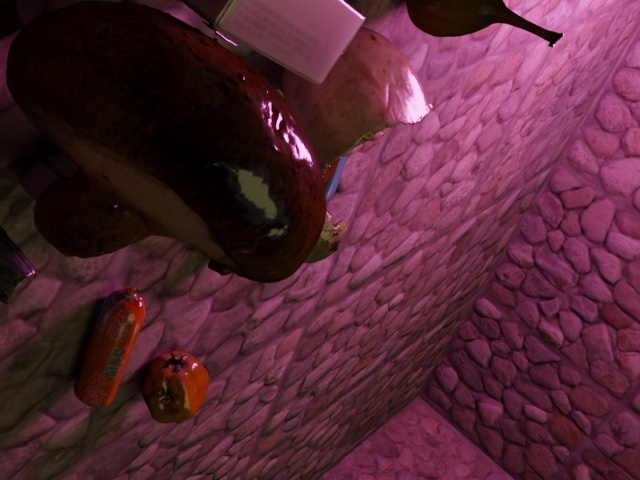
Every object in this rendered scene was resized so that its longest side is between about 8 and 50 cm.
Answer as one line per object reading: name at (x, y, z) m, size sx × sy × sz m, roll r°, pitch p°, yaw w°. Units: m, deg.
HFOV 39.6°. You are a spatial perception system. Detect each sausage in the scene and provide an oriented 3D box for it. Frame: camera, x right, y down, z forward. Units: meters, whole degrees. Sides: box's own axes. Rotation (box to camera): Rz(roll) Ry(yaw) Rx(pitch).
sausage at (-0.326, 0.159, 1.390) m, size 0.071 × 0.071 × 0.234 m, roll -23°, pitch 147°, yaw -50°

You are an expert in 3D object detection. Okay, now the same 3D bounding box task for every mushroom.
mushroom at (0.028, -0.223, 1.328) m, size 0.195 × 0.188 × 0.254 m, roll -19°, pitch -174°, yaw 42°
mushroom at (-0.144, -0.093, 0.869) m, size 0.345 × 0.345 × 0.239 m, roll 24°, pitch 72°, yaw -69°

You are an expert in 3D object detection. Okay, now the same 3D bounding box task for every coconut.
coconut at (0.005, 0.001, 1.816) m, size 0.133 × 0.055 × 0.158 m, roll -56°, pitch 157°, yaw 11°

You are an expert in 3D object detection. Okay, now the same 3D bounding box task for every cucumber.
cucumber at (-0.372, 0.019, 1.007) m, size 0.064 × 0.112 × 0.064 m, roll -44°, pitch 166°, yaw -14°

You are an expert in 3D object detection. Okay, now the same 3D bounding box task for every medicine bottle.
medicine bottle at (-0.259, -0.095, 1.045) m, size 0.168 × 0.105 × 0.105 m, roll -47°, pitch 159°, yaw -6°

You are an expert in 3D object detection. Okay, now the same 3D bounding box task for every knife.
knife at (0.024, -0.144, 1.641) m, size 0.064 × 0.031 × 0.222 m, roll -41°, pitch 162°, yaw -32°

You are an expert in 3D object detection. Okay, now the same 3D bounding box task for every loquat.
loquat at (-0.269, 0.269, 1.641) m, size 0.137 × 0.113 × 0.137 m, roll -22°, pitch 127°, yaw -33°

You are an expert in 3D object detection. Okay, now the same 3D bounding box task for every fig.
fig at (0.251, -0.360, 1.415) m, size 0.151 × 0.259 × 0.151 m, roll -33°, pitch 149°, yaw -23°

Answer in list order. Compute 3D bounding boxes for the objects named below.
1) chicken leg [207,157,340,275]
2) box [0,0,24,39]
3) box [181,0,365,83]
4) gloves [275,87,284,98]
chicken leg at (-0.088, -0.062, 1.495) m, size 0.304 × 0.093 × 0.113 m, roll -46°, pitch 143°, yaw 13°
box at (-0.331, -0.244, 0.699) m, size 0.159 × 0.071 × 0.240 m, roll -35°, pitch 156°, yaw -29°
box at (-0.095, -0.277, 0.927) m, size 0.106 × 0.203 × 0.252 m, roll -55°, pitch 159°, yaw 10°
gloves at (-0.140, -0.133, 1.230) m, size 0.140 × 0.131 × 0.218 m, roll 23°, pitch 78°, yaw -59°
